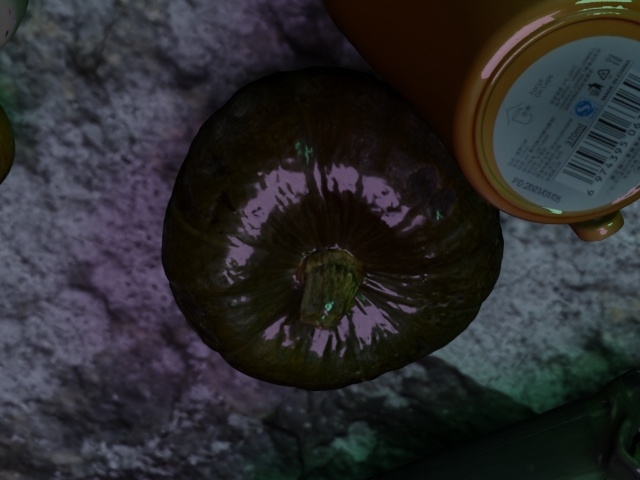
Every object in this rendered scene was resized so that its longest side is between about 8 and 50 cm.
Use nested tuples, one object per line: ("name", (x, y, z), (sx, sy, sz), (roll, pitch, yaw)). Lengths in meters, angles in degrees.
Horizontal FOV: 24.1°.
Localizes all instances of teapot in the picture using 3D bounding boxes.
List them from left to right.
("teapot", (0.134, 0.239, 1.058), (0.337, 0.200, 0.270), (-22, 139, 9))

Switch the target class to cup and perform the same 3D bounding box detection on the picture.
("cup", (0.112, -0.112, 0.848), (0.182, 0.264, 0.226), (-24, 125, 3))

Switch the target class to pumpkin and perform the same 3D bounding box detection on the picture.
("pumpkin", (0.000, 0.000, 0.950), (0.219, 0.162, 0.219), (0, 120, 0))

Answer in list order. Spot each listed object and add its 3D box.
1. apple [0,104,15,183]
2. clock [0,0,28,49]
("apple", (-0.254, -0.062, 0.947), (0.114, 0.099, 0.102), (-7, 121, 51))
("clock", (-0.325, -0.230, 0.869), (0.309, 0.114, 0.284), (6, 114, -3))
